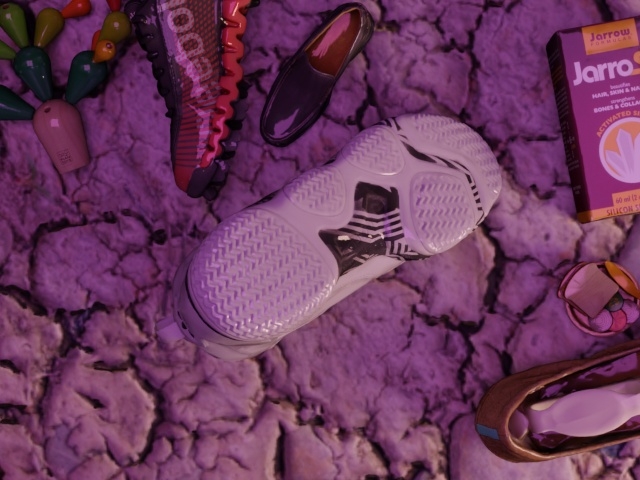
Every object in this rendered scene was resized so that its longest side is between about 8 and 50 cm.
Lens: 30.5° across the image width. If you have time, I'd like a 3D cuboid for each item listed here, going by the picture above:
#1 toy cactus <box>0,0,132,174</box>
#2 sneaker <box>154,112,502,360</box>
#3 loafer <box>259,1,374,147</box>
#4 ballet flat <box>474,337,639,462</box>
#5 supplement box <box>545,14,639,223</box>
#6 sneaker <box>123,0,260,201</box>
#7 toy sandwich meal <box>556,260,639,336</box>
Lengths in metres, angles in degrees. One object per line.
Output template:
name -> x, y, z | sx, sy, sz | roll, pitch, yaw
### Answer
toy cactus -> -0.279, -0.157, 1.188 | 0.219, 0.112, 0.180 | -22, 98, -5
sneaker -> 0.000, 0.000, 1.149 | 0.366, 0.210, 0.137 | -29, 88, -31
loafer -> -0.009, -0.170, 1.181 | 0.062, 0.061, 0.170 | 32, 92, 2
ballet flat -> 0.317, 0.141, 1.128 | 0.342, 0.124, 0.116 | -14, 89, 3
supplement box -> 0.292, -0.118, 1.152 | 0.104, 0.081, 0.188 | -10, 89, 4
sneaker -> -0.132, -0.180, 1.164 | 0.135, 0.097, 0.276 | 7, 88, -8
toy sandwich meal -> 0.282, 0.057, 1.177 | 0.085, 0.029, 0.085 | 0, 90, 4
